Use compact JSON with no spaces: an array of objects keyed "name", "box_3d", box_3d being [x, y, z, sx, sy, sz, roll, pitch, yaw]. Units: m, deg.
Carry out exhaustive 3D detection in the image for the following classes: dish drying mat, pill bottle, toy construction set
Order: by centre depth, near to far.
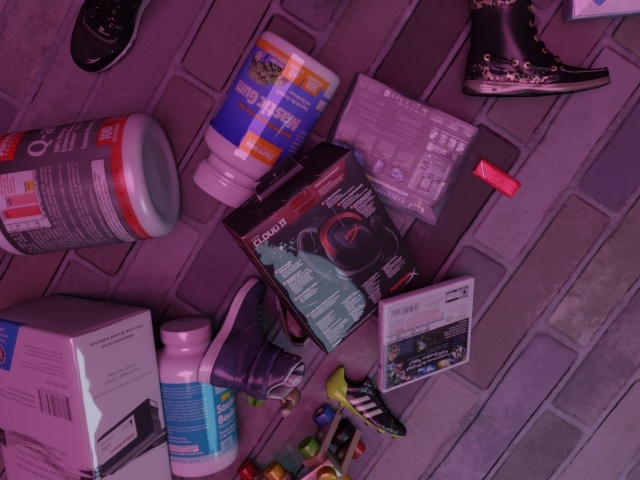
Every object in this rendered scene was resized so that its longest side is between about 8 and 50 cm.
[{"name":"pill bottle","box_3d":[-0.098,-0.191,1.108,0.152,0.152,0.272,32,101,-2]},{"name":"pill bottle","box_3d":[-0.440,-0.086,1.125,0.362,0.210,0.210,-8,100,6]},{"name":"dish drying mat","box_3d":[0.307,-0.108,1.165,0.083,0.008,0.032,33,101,-2]},{"name":"toy construction set","box_3d":[-0.050,0.401,1.176,0.257,0.237,0.309,-12,99,7]},{"name":"pill bottle","box_3d":[-0.230,0.278,1.212,0.146,0.146,0.264,-3,101,5]}]

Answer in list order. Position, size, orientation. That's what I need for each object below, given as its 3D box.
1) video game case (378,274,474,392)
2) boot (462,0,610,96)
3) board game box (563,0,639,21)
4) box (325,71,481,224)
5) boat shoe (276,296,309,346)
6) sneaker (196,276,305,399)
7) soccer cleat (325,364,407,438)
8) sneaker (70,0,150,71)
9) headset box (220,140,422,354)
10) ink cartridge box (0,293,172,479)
[{"name":"video game case","box_3d":[0.183,0.160,1.156,0.190,0.022,0.173,-14,115,-26]},{"name":"boot","box_3d":[0.349,-0.325,1.081,0.236,0.085,0.179,-1,99,5]},{"name":"board game box","box_3d":[0.542,-0.519,1.036,0.317,0.066,0.319,-3,101,5]},{"name":"box","box_3d":[0.129,-0.156,1.143,0.232,0.059,0.184,24,102,-1]},{"name":"boat shoe","box_3d":[-0.040,0.072,1.194,0.083,0.079,0.233,0,100,6]},{"name":"sneaker","box_3d":[-0.093,0.171,1.150,0.163,0.226,0.086,14,139,10]},{"name":"soccer cleat","box_3d":[0.093,0.301,1.239,0.178,0.060,0.072,34,89,-2]},{"name":"sneaker","box_3d":[-0.339,-0.408,1.098,0.107,0.124,0.283,38,102,-3]},{"name":"headset box","box_3d":[0.000,0.000,1.078,0.218,0.110,0.293,-40,119,-10]},{"name":"ink cartridge box","box_3d":[-0.424,0.313,1.170,0.285,0.166,0.395,4,104,36]}]
